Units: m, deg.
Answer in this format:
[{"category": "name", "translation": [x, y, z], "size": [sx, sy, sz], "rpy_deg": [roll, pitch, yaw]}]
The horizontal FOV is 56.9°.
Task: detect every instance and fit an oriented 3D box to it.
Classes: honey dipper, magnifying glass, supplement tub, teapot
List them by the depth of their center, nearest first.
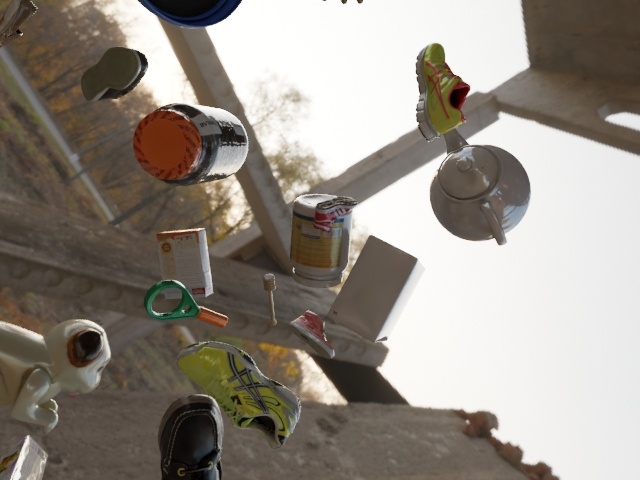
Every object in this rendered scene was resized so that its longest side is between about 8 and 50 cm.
[{"category": "magnifying glass", "translation": [-0.291, 0.150, 1.303], "size": [0.026, 0.092, 0.231], "rpy_deg": [39, 4, 42]}, {"category": "teapot", "translation": [0.359, -0.127, 1.370], "size": [0.256, 0.252, 0.187], "rpy_deg": [21, -13, 34]}, {"category": "supplement tub", "translation": [0.000, 0.000, 1.420], "size": [0.144, 0.145, 0.199], "rpy_deg": [-143, -127, -58]}, {"category": "supplement tub", "translation": [-0.333, -0.250, 1.540], "size": [0.207, 0.207, 0.338], "rpy_deg": [59, 14, -2]}, {"category": "honey dipper", "translation": [-0.131, 0.160, 1.545], "size": [0.030, 0.031, 0.160], "rpy_deg": [44, -37, 48]}]

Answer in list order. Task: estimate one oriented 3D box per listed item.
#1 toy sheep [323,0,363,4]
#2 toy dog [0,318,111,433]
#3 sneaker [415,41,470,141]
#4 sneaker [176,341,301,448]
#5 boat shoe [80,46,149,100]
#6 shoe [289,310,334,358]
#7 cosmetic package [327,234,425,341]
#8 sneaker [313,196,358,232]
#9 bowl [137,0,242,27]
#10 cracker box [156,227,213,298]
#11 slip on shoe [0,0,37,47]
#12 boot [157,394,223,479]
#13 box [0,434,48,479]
[{"category": "toy sheep", "translation": [0.040, -0.394, 0.849], "size": [0.091, 0.132, 0.091], "rpy_deg": [26, -15, 8]}, {"category": "toy dog", "translation": [-0.795, 0.332, 1.628], "size": [0.284, 0.408, 0.394], "rpy_deg": [143, -59, -66]}, {"category": "sneaker", "translation": [0.231, -0.281, 1.084], "size": [0.081, 0.094, 0.208], "rpy_deg": [30, 55, -48]}, {"category": "sneaker", "translation": [-0.218, 0.410, 1.587], "size": [0.385, 0.145, 0.147], "rpy_deg": [34, 27, -11]}, {"category": "boat shoe", "translation": [-0.408, -0.339, 1.200], "size": [0.228, 0.069, 0.081], "rpy_deg": [-5, -81, 44]}, {"category": "shoe", "translation": [-0.007, 0.282, 1.796], "size": [0.178, 0.081, 0.063], "rpy_deg": [32, -32, 33]}, {"category": "cosmetic package", "translation": [0.147, 0.126, 1.478], "size": [0.138, 0.224, 0.225], "rpy_deg": [28, -1, 18]}, {"category": "sneaker", "translation": [0.030, -0.056, 1.304], "size": [0.042, 0.119, 0.066], "rpy_deg": [39, -52, 37]}, {"category": "bowl", "translation": [-0.356, -0.757, 1.536], "size": [0.077, 0.391, 0.391], "rpy_deg": [18, -39, 46]}, {"category": "cracker box", "translation": [-0.465, 0.080, 2.029], "size": [0.067, 0.156, 0.232], "rpy_deg": [-29, 114, -75]}, {"category": "slip on shoe", "translation": [-0.561, -0.380, 1.066], "size": [0.041, 0.135, 0.051], "rpy_deg": [29, 17, -35]}, {"category": "boot", "translation": [-0.241, 0.525, 1.160], "size": [0.284, 0.138, 0.377], "rpy_deg": [-126, -135, -54]}, {"category": "box", "translation": [-0.538, 0.435, 1.033], "size": [0.067, 0.063, 0.324], "rpy_deg": [53, -15, -14]}]
